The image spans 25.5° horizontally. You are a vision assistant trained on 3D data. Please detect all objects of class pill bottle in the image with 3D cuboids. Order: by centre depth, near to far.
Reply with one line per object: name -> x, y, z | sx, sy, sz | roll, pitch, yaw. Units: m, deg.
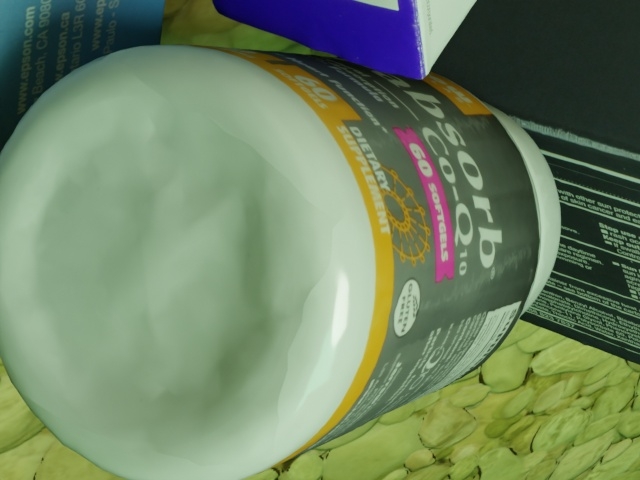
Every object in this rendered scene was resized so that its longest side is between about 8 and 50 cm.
pill bottle -> 0.000, 0.000, 0.609 | 0.162, 0.162, 0.278 | -51, 163, 22

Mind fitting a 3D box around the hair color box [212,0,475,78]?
hair color box -> 0.067, -0.251, 0.553 | 0.339, 0.110, 0.185 | -54, 153, -26

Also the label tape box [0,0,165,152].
label tape box -> -0.219, -0.082, 0.495 | 0.348, 0.115, 0.249 | -19, 136, -37

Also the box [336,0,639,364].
box -> 0.212, -0.054, 0.835 | 0.182, 0.296, 0.294 | -60, 149, -16
